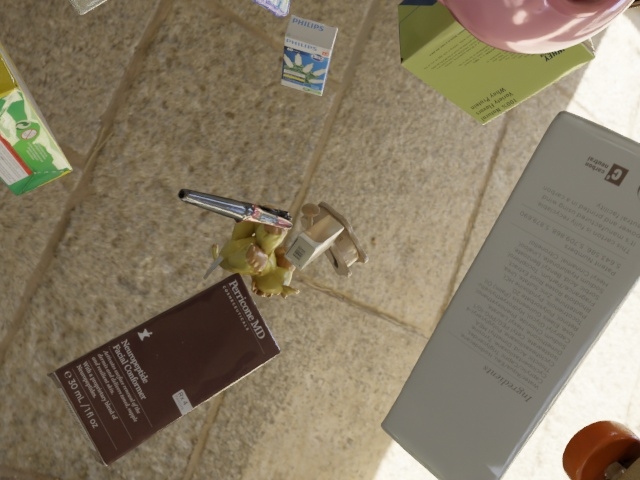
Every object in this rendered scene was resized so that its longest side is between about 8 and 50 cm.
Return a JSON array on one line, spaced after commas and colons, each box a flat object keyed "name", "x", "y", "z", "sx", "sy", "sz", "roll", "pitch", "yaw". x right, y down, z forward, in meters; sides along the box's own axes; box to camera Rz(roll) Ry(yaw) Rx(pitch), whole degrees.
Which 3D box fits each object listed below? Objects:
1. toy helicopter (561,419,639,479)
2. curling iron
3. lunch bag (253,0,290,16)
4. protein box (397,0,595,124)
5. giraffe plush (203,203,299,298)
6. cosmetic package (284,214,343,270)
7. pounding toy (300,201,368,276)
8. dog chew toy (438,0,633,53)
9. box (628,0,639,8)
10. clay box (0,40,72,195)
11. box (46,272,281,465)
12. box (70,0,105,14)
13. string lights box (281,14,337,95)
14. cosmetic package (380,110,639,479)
[{"name": "toy helicopter", "x": 0.440, "y": 0.226, "z": 0.560, "sx": 0.355, "sy": 0.140, "sz": 0.235, "roll": -38, "pitch": 111, "yaw": 4}, {"name": "curling iron", "x": -0.126, "y": -0.045, "z": 0.891, "sx": 0.274, "sy": 0.068, "sz": 0.035, "roll": 8, "pitch": 96, "yaw": -64}, {"name": "lunch bag", "x": -0.103, "y": -0.461, "z": 0.956, "sx": 0.129, "sy": 0.096, "sz": 0.151, "roll": -22, "pitch": 99, "yaw": -68}, {"name": "protein box", "x": 0.257, "y": -0.316, "z": 0.859, "sx": 0.201, "sy": 0.200, "sz": 0.136, "roll": 24, "pitch": 54, "yaw": -33}, {"name": "giraffe plush", "x": -0.120, "y": 0.047, "z": 1.230, "sx": 0.210, "sy": 0.181, "sz": 0.170, "roll": -44, "pitch": 122, "yaw": 9}, {"name": "cosmetic package", "x": -0.010, "y": 0.002, "z": 1.029, "sx": 0.041, "sy": 0.060, "sz": 0.115, "roll": 41, "pitch": 33, "yaw": 8}, {"name": "pounding toy", "x": 0.000, "y": 0.000, "z": 1.578, "sx": 0.155, "sy": 0.154, "sz": 0.269, "roll": -38, "pitch": 120, "yaw": -14}, {"name": "dog chew toy", "x": 0.188, "y": -0.324, "z": 0.599, "sx": 0.207, "sy": 0.332, "sz": 0.206, "roll": -7, "pitch": 123, "yaw": -11}, {"name": "box", "x": 0.445, "y": -0.375, "z": 0.717, "sx": 0.021, "sy": 0.164, "sz": 0.201, "roll": 46, "pitch": 56, "yaw": -41}, {"name": "clay box", "x": -0.269, "y": -0.154, "z": 0.417, "sx": 0.053, "sy": 0.127, "sz": 0.222, "roll": -31, "pitch": 79, "yaw": -16}, {"name": "box", "x": -0.289, "y": 0.235, "z": 1.099, "sx": 0.381, "sy": 0.143, "sz": 0.191, "roll": -30, "pitch": 93, "yaw": -32}, {"name": "box", "x": -0.490, "y": -0.562, "z": 1.231, "sx": 0.113, "sy": 0.275, "sz": 0.094, "roll": -32, "pitch": 119, "yaw": 0}, {"name": "string lights box", "x": -0.037, "y": -0.527, "z": 1.650, "sx": 0.133, "sy": 0.259, "sz": 0.076, "roll": 16, "pitch": 76, "yaw": -2}, {"name": "cosmetic package", "x": 0.140, "y": 0.043, "z": 0.370, "sx": 0.117, "sy": 0.085, "sz": 0.231, "roll": -7, "pitch": 128, "yaw": -56}]
